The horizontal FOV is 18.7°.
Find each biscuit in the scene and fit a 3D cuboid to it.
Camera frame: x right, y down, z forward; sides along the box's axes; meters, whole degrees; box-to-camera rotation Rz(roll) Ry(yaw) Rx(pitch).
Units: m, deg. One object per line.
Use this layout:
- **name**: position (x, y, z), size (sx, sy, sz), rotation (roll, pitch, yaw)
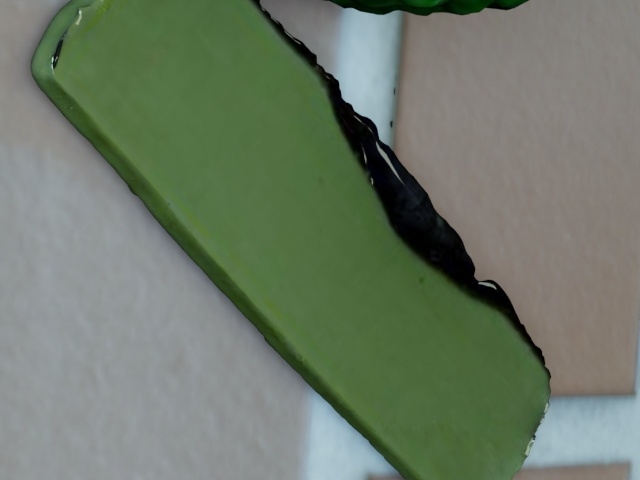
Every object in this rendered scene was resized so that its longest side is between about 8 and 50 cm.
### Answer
- **biscuit**: position (0.000, 0.000, 0.839), size (0.322, 0.038, 0.099), rotation (49, 67, -33)

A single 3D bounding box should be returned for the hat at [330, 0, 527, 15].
- **hat**: position (0.060, -0.211, 0.676), size (0.274, 0.332, 0.242), rotation (12, 81, -37)
